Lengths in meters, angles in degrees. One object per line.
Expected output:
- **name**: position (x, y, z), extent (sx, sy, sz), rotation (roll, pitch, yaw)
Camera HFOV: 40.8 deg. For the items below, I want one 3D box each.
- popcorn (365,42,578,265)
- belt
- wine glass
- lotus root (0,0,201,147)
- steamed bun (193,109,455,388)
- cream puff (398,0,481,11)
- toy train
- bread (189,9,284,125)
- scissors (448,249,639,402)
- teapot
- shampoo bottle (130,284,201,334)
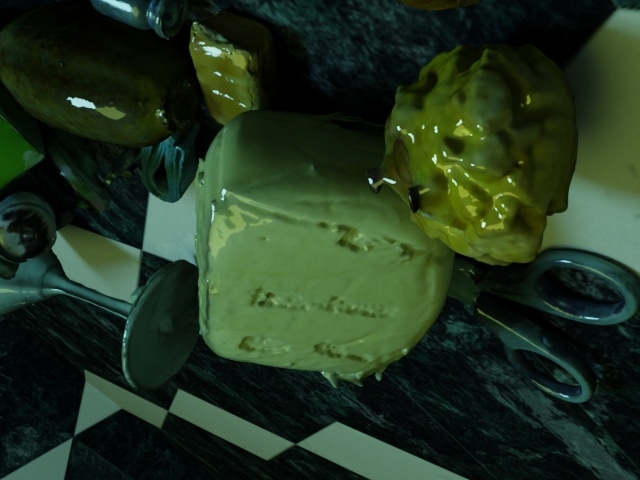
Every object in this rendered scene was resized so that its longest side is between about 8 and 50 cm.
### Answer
- **popcorn**: position (0.109, -0.059, 0.586), extent (0.152, 0.148, 0.167), rotation (-15, 144, -3)
- **belt**: position (-0.187, -0.105, 0.977), extent (0.100, 0.065, 0.179), rotation (26, 155, -4)
- **wine glass**: position (-0.400, 0.076, 1.363), extent (0.406, 0.267, 0.267), rotation (18, 152, 21)
- **lotus root**: position (-0.217, -0.161, 0.824), extent (0.241, 0.124, 0.123), rotation (18, 164, 35)
- **steamed bun**: position (0.000, 0.000, 0.777), extent (0.232, 0.166, 0.273), rotation (2, 136, -5)
- **cream puff**: position (0.060, -0.185, 0.468), extent (0.119, 0.104, 0.133), rotation (32, 156, 20)
- **toy train**: position (-0.374, -0.112, 0.964), extent (0.249, 0.173, 0.307), rotation (53, -179, -37)
- **bread**: position (-0.072, -0.143, 0.764), extent (0.074, 0.053, 0.132), rotation (27, 157, 14)
- **scissors**: position (0.120, 0.033, 0.883), extent (0.383, 0.029, 0.256), rotation (24, 151, 20)
- **teapot**: position (-0.156, -0.218, 0.749), extent (0.083, 0.064, 0.049), rotation (25, -174, 13)
- **shampoo bottle**: position (-0.237, 0.123, 1.476), extent (0.212, 0.049, 0.072), rotation (13, 145, 37)
